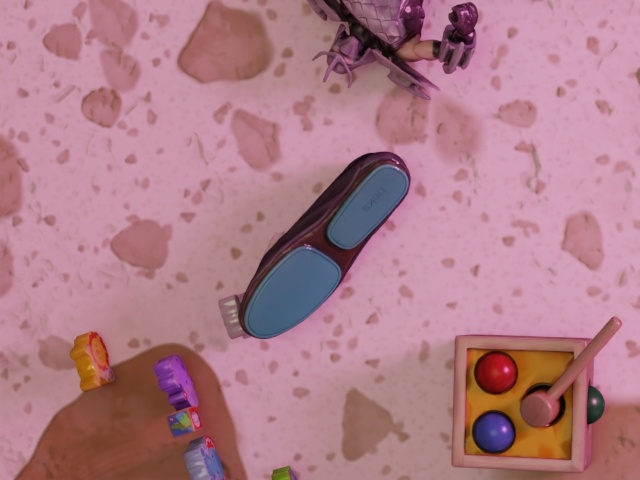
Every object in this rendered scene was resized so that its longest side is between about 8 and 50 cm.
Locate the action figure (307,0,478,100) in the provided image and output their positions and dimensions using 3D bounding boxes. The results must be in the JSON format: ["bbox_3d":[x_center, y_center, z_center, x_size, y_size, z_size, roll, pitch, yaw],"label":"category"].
[{"bbox_3d":[0.090,-0.247,1.511,0.185,0.099,0.285,42,102,4],"label":"action figure"}]

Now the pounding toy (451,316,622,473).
[{"bbox_3d":[0.183,0.126,1.467,0.141,0.100,0.130,1,88,15],"label":"pounding toy"}]

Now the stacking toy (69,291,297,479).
[{"bbox_3d":[-0.116,0.167,1.572,0.167,0.052,0.221,-19,85,15],"label":"stacking toy"}]

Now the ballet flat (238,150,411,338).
[{"bbox_3d":[0.000,0.000,1.540,0.074,0.074,0.203,43,97,12],"label":"ballet flat"}]
